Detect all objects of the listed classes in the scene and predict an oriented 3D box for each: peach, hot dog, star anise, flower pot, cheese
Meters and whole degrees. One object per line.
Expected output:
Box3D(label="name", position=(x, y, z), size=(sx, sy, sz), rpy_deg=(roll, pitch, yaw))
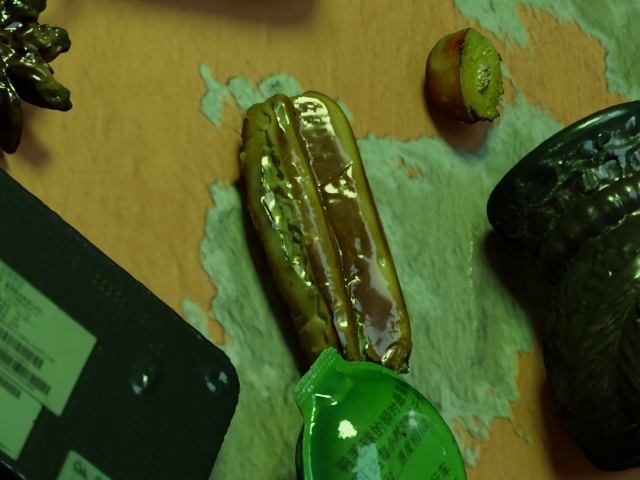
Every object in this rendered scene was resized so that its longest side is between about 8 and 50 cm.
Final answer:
Box3D(label="peach", position=(0.133, -0.152, 1.848), size=(0.098, 0.061, 0.098), rpy_deg=(16, 72, -57))
Box3D(label="hot dog", position=(0.000, 0.000, 1.606), size=(0.115, 0.072, 0.269), rpy_deg=(5, 64, -44))
Box3D(label="star anise", position=(-0.253, -0.177, 1.457), size=(0.177, 0.073, 0.234), rpy_deg=(22, 57, -27))
Box3D(label="flower pot", position=(0.295, 0.033, 1.755), size=(0.266, 0.266, 0.267), rpy_deg=(-6, 60, -47))
Box3D(label="cheese", position=(0.073, 0.229, 1.525), size=(0.320, 0.083, 0.204), rpy_deg=(60, 37, -15))

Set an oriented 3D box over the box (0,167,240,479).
Box3D(label="box", position=(-0.217, 0.071, 1.354), size=(0.350, 0.058, 0.211), rpy_deg=(40, 44, -19))
